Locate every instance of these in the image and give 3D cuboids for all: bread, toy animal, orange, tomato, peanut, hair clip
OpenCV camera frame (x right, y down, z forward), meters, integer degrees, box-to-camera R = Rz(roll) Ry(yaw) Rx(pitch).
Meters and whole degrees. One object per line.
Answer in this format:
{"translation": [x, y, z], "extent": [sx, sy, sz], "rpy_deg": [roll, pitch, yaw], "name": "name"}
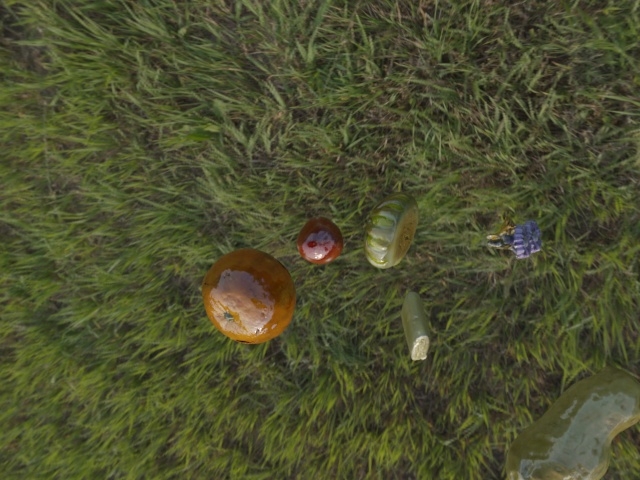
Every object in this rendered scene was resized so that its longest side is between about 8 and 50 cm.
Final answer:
{"translation": [0.176, -0.031, 1.347], "extent": [0.105, 0.213, 0.213], "rpy_deg": [23, 112, 23], "name": "bread"}
{"translation": [0.548, -0.028, 1.613], "extent": [0.061, 0.081, 0.083], "rpy_deg": [25, 128, -35], "name": "toy animal"}
{"translation": [-0.205, 0.159, 1.542], "extent": [0.284, 0.226, 0.283], "rpy_deg": [16, 124, 25], "name": "orange"}
{"translation": [0.301, 0.269, 1.672], "extent": [0.060, 0.178, 0.139], "rpy_deg": [-1, 136, -5], "name": "bread"}
{"translation": [0.000, 0.000, 1.844], "extent": [0.168, 0.167, 0.167], "rpy_deg": [4, 108, 11], "name": "tomato"}
{"translation": [0.503, 0.385, 1.039], "extent": [0.147, 0.147, 0.319], "rpy_deg": [44, 94, -4], "name": "peanut"}
{"translation": [0.585, -0.001, 1.552], "extent": [0.085, 0.292, 0.106], "rpy_deg": [-10, 89, 43], "name": "hair clip"}
